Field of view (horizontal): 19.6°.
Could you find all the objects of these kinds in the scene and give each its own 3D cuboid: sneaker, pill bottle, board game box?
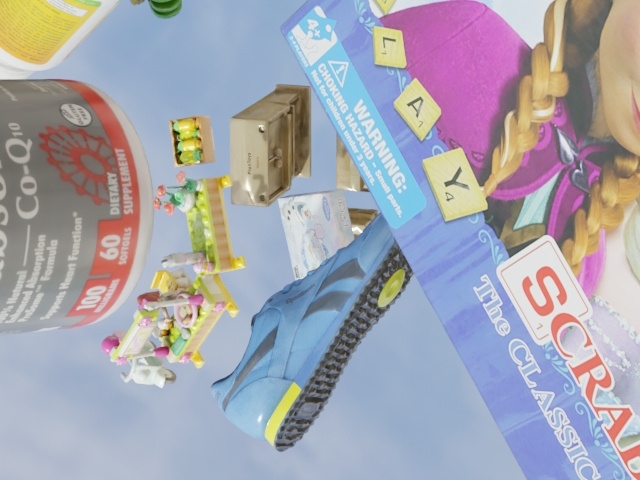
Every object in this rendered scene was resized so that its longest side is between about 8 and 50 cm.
[{"bbox_3d":[-0.002,0.044,1.299,0.082,0.209,0.069,36,-177,24],"label":"sneaker"},{"bbox_3d":[-0.329,-0.021,1.445,0.363,0.210,0.210,-5,-125,-42],"label":"pill bottle"},{"bbox_3d":[0.155,-0.024,0.675,0.066,0.318,0.319,-23,-100,-39],"label":"board game box"},{"bbox_3d":[0.000,0.000,1.711,0.020,0.090,0.090,-16,-84,-31],"label":"board game box"},{"bbox_3d":[-0.323,-0.283,2.159,0.136,0.245,0.136,20,-126,-29],"label":"pill bottle"}]

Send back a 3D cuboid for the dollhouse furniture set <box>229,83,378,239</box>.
[{"bbox_3d":[0.041,-0.097,2.032,0.242,0.212,0.161,6,-162,16],"label":"dollhouse furniture set"}]

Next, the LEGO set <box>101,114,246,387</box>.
[{"bbox_3d":[-0.154,0.023,1.811,0.107,0.287,0.132,-7,-149,-42],"label":"LEGO set"}]

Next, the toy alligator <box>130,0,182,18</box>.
[{"bbox_3d":[-0.144,-0.245,1.597,0.190,0.056,0.051,83,165,-58],"label":"toy alligator"}]
